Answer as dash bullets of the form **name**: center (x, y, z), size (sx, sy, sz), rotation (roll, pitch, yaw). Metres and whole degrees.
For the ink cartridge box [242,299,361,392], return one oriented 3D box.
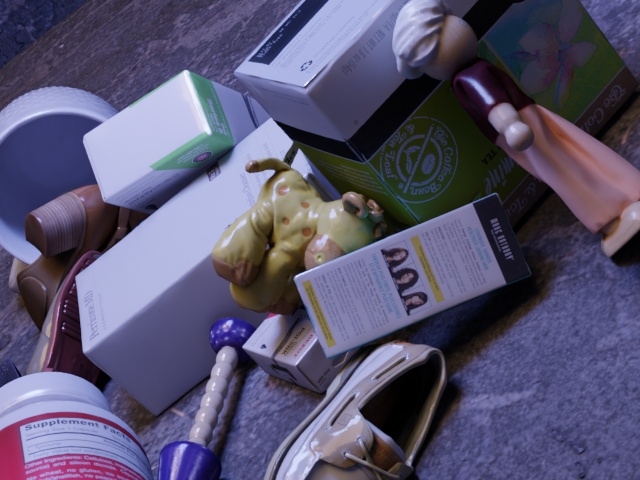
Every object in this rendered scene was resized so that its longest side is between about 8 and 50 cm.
- **ink cartridge box**: center (-0.019, 0.123, 1.757), size (0.099, 0.056, 0.135), rotation (-51, 28, -17)

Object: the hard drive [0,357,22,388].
- **hard drive**: center (-0.540, 0.306, 2.176), size (0.255, 0.054, 0.172), rotation (-45, 28, -5)

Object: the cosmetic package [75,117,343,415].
- **cosmetic package**: center (-0.140, 0.031, 1.941), size (0.385, 0.156, 0.217), rotation (-38, 29, 6)

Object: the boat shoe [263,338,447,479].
- **boat shoe**: center (0.036, 0.220, 1.486), size (0.103, 0.113, 0.302), rotation (-18, 34, 48)

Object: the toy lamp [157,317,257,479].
- **toy lamp**: center (-0.139, 0.217, 1.761), size (0.080, 0.080, 0.274), rotation (-23, 30, 33)

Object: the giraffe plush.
- **giraffe plush**: center (0.000, 0.000, 1.685), size (0.170, 0.181, 0.210), rotation (17, 91, 33)

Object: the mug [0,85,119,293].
- **mug**: center (-0.462, -0.083, 2.451), size (0.328, 0.276, 0.374), rotation (-125, 53, -68)

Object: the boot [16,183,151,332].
- **boot**: center (-0.368, 0.020, 2.283), size (0.220, 0.283, 0.109), rotation (-24, 48, -35)

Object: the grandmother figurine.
- **grandmother figurine**: center (0.210, -0.129, 1.519), size (0.104, 0.342, 0.208), rotation (-45, -6, -1)

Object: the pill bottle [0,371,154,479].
- **pill bottle**: center (-0.288, 0.328, 1.595), size (0.229, 0.229, 0.407), rotation (-39, 32, 6)

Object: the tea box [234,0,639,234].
- **tea box**: center (0.140, -0.194, 1.714), size (0.329, 0.323, 0.220), rotation (-48, 27, -9)

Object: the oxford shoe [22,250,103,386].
- **oxford shoe**: center (-0.380, 0.164, 2.083), size (0.130, 0.123, 0.348), rotation (-27, 35, 36)

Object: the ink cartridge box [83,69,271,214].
- **ink cartridge box**: center (-0.179, -0.126, 2.090), size (0.198, 0.273, 0.114), rotation (-30, 69, 22)

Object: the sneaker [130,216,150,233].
- **sneaker**: center (-0.283, 0.041, 2.228), size (0.190, 0.071, 0.083), rotation (-45, 53, -12)

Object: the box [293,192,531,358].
- **box**: center (0.101, 0.041, 1.583), size (0.244, 0.100, 0.060), rotation (-22, -5, -1)
